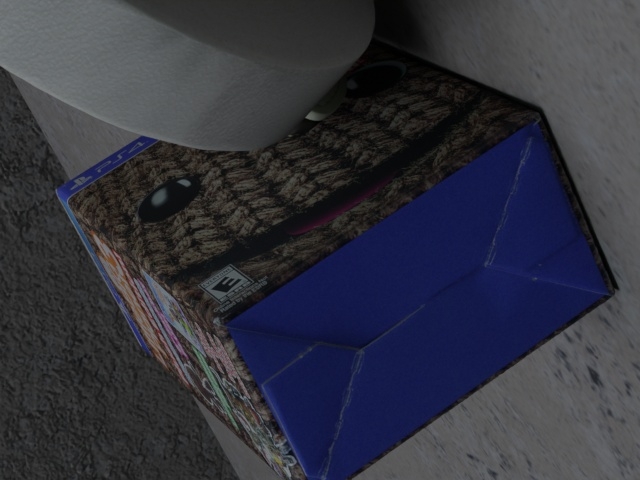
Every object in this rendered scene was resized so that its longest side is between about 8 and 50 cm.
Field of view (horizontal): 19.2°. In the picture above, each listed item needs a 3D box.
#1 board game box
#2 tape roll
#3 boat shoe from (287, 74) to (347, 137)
[{"bbox_3d":[0.000,0.000,1.214,0.291,0.232,0.141,32,152,59],"label":"board game box"},{"bbox_3d":[-0.139,-0.212,1.050,0.392,0.072,0.392,33,-152,-20],"label":"tape roll"},{"bbox_3d":[-0.040,-0.126,1.234,0.081,0.069,0.228,33,-157,-27],"label":"boat shoe"}]
